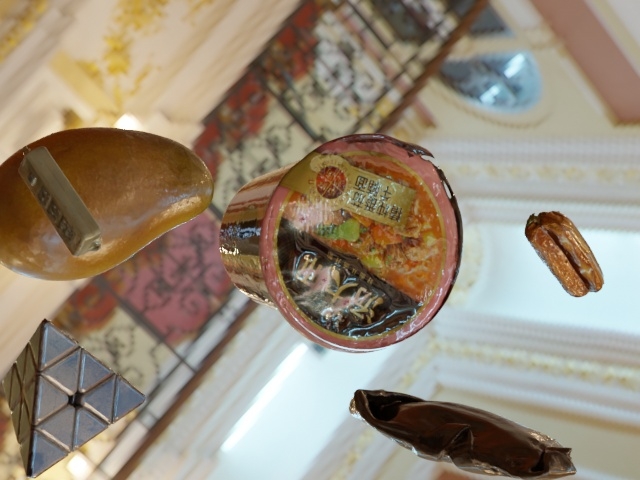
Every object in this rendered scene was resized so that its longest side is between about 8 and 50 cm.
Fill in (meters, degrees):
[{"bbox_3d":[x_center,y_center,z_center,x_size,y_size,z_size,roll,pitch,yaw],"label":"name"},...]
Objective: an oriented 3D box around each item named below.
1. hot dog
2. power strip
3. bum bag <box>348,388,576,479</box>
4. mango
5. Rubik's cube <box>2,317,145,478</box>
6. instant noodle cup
[{"bbox_3d":[0.229,0.011,1.450,0.049,0.122,0.037,-16,-135,26],"label":"hot dog"},{"bbox_3d":[-0.168,-0.027,0.993,0.017,0.083,0.027,-28,166,-36],"label":"power strip"},{"bbox_3d":[0.178,0.252,1.959,0.326,0.142,0.079,15,-84,30],"label":"bum bag"},{"bbox_3d":[-0.205,-0.039,1.410,0.227,0.136,0.099,-18,168,-30],"label":"mango"},{"bbox_3d":[-0.339,0.247,2.095,0.211,0.190,0.178,127,-22,-55],"label":"Rubik's cube"},{"bbox_3d":[0.000,0.000,1.737,0.244,0.244,0.255,-50,-162,-14],"label":"instant noodle cup"}]
